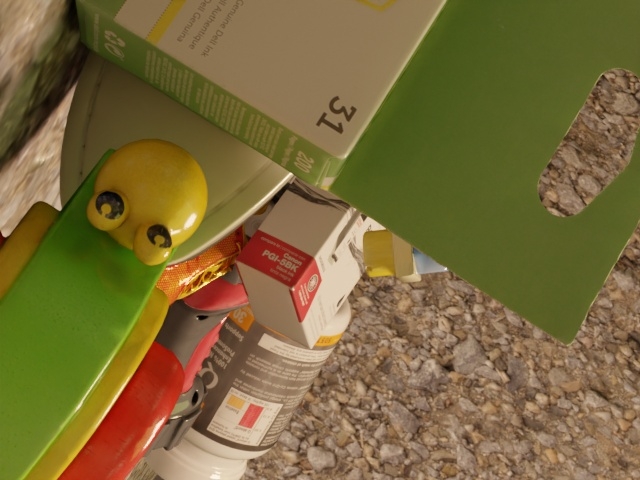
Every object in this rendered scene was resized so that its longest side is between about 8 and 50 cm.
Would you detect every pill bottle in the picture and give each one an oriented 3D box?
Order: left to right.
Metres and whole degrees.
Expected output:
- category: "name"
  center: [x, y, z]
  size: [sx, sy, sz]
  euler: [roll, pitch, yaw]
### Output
- category: "pill bottle"
  center: [-0.095, 0.153, 1.825]
  size: [0.278, 0.162, 0.162]
  euler: [-59, 177, 20]

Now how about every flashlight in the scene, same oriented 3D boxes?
- category: "flashlight"
  center: [-0.103, 0.073, 1.377]
  size: [0.304, 0.103, 0.103]
  euler: [-62, 179, 42]

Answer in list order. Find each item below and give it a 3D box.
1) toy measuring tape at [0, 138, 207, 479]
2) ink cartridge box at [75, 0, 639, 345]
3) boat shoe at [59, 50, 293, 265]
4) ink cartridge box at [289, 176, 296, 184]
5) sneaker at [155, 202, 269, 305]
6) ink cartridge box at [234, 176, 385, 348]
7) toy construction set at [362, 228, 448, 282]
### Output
- category: "toy measuring tape"
  center: [-0.149, 0.089, 0.609]
  size: [0.330, 0.121, 0.121]
  euler: [-49, -178, 24]
- category: "ink cartridge box"
  center: [0.045, -0.092, 0.629]
  size: [0.171, 0.235, 0.056]
  euler: [-58, 178, -16]
- category: "boat shoe"
  center: [-0.015, -0.111, 0.703]
  size: [0.305, 0.109, 0.091]
  euler: [-61, 174, -16]
- category: "ink cartridge box"
  center: [-0.014, -0.063, 1.795]
  size: [0.127, 0.072, 0.175]
  euler: [-57, 178, 0]
- category: "sneaker"
  center: [-0.091, 0.007, 1.171]
  size: [0.175, 0.067, 0.064]
  euler: [-55, 178, -33]
- category: "ink cartridge box"
  center: [0.000, 0.000, 1.214]
  size: [0.135, 0.056, 0.099]
  euler: [-55, 156, -22]
- category: "toy construction set"
  center: [0.075, -0.152, 0.998]
  size: [0.215, 0.151, 0.328]
  euler: [-63, 160, -69]
